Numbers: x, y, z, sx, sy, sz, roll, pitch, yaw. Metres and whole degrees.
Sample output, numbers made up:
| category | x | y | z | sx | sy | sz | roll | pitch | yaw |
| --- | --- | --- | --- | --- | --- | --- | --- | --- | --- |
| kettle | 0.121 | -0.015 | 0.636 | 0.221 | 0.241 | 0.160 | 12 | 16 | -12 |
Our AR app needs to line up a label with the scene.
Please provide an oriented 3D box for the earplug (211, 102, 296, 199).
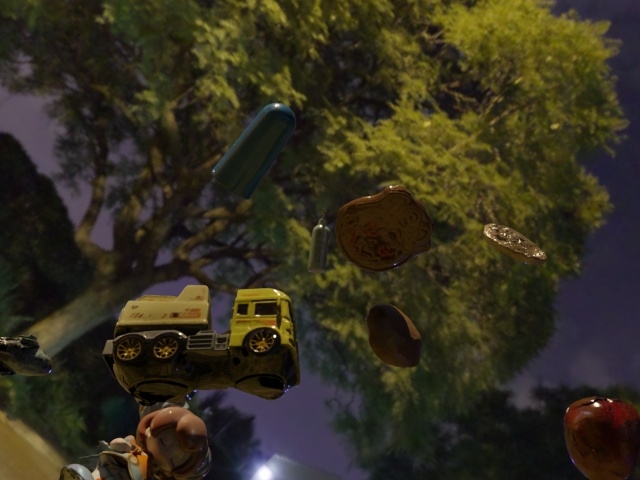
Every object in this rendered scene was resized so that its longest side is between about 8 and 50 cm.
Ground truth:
| category | x | y | z | sx | sy | sz | roll | pitch | yaw |
| --- | --- | --- | --- | --- | --- | --- | --- | --- | --- |
| earplug | -0.170 | -0.259 | 1.978 | 0.132 | 0.273 | 0.132 | 36 | 14 | -11 |

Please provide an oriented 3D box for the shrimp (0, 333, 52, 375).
| category | x | y | z | sx | sy | sz | roll | pitch | yaw |
| --- | --- | --- | --- | --- | --- | --- | --- | --- | --- |
| shrimp | -0.598 | 0.219 | 1.403 | 0.079 | 0.090 | 0.233 | 32 | -11 | 21 |

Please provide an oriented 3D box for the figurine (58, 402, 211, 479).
| category | x | y | z | sx | sy | sz | roll | pitch | yaw |
| --- | --- | --- | --- | --- | --- | --- | --- | --- | --- |
| figurine | -0.433 | 0.551 | 1.778 | 0.248 | 0.388 | 0.277 | -18 | -82 | 47 |

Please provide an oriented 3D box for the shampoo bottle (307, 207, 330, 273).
| category | x | y | z | sx | sy | sz | roll | pitch | yaw |
| --- | --- | --- | --- | --- | --- | --- | --- | --- | --- |
| shampoo bottle | 0.000 | 0.000 | 2.160 | 0.056 | 0.195 | 0.056 | 8 | -19 | 3 |

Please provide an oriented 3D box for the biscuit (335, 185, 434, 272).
| category | x | y | z | sx | sy | sz | roll | pitch | yaw |
| --- | --- | --- | --- | --- | --- | --- | --- | --- | --- |
| biscuit | 0.170 | -0.018 | 1.900 | 0.273 | 0.257 | 0.049 | 53 | 22 | -43 |

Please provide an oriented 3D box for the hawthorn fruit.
| category | x | y | z | sx | sy | sz | roll | pitch | yaw |
| --- | --- | --- | --- | --- | --- | --- | --- | --- | --- |
| hawthorn fruit | 0.652 | 0.475 | 1.637 | 0.181 | 0.181 | 0.235 | 133 | -46 | -70 |

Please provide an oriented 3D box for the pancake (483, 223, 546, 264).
| category | x | y | z | sx | sy | sz | roll | pitch | yaw |
| --- | --- | --- | --- | --- | --- | --- | --- | --- | --- |
| pancake | 0.375 | 0.006 | 1.388 | 0.139 | 0.139 | 0.022 | 36 | -63 | 29 |

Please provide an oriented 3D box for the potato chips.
| category | x | y | z | sx | sy | sz | roll | pitch | yaw |
| --- | --- | --- | --- | --- | --- | --- | --- | --- | --- |
| potato chips | 0.210 | 0.251 | 1.915 | 0.208 | 0.195 | 0.062 | 48 | -54 | -10 |

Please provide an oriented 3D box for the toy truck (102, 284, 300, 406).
| category | x | y | z | sx | sy | sz | roll | pitch | yaw |
| --- | --- | --- | --- | --- | --- | --- | --- | --- | --- |
| toy truck | -0.245 | 0.213 | 1.536 | 0.405 | 0.254 | 0.181 | -3 | -41 | 5 |
